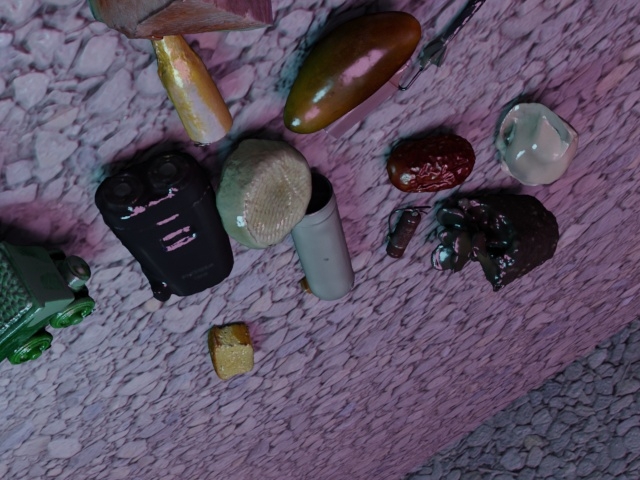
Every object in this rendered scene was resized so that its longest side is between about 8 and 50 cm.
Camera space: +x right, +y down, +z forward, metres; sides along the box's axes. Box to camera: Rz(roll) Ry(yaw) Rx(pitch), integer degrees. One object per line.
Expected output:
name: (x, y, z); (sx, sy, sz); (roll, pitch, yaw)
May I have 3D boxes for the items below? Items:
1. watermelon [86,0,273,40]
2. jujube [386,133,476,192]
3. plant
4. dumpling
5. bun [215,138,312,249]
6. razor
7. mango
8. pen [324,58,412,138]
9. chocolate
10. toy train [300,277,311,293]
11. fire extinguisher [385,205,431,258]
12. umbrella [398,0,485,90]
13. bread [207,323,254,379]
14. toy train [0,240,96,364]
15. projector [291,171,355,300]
watermelon: (-0.202, -0.374, 0.923); (0.222, 0.319, 0.292); (-4, 108, 16)
jujube: (0.218, -0.149, 1.571); (0.176, 0.109, 0.112); (-12, 110, -17)
plant: (0.392, 0.001, 1.815); (0.276, 0.188, 0.199); (-11, 142, -23)
dumpling: (0.443, -0.194, 1.647); (0.132, 0.162, 0.250); (-55, 168, -24)
bun: (-0.108, -0.084, 1.400); (0.195, 0.118, 0.195); (-24, 123, -44)
razor: (-0.264, -0.021, 1.409); (0.189, 0.107, 0.327); (-23, 147, -7)
mango: (0.041, -0.275, 1.275); (0.267, 0.111, 0.133); (-39, 160, 15)
pen: (0.086, -0.255, 1.407); (0.197, 0.032, 0.053); (-38, 144, 21)
chocolate: (-0.199, -0.243, 1.195); (0.085, 0.086, 0.219); (-24, 142, -4)
toy train: (0.008, 0.102, 1.820); (0.064, 0.044, 0.103); (-38, 143, 21)
fire extinguisher: (0.182, -0.027, 1.768); (0.078, 0.045, 0.157); (10, 137, -12)
umbrella: (0.230, -0.353, 1.368); (0.269, 0.044, 0.044); (-45, 173, 26)
bread: (-0.210, 0.260, 1.867); (0.103, 0.065, 0.187); (-11, 142, -13)
toy train: (-0.518, 0.117, 1.352); (0.266, 0.145, 0.202); (-39, 167, 16)
projector: (0.000, 0.000, 1.621); (0.108, 0.108, 0.337); (-24, 146, -5)
